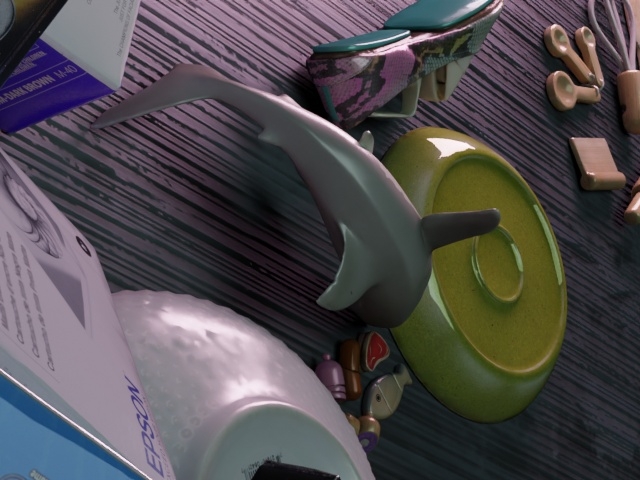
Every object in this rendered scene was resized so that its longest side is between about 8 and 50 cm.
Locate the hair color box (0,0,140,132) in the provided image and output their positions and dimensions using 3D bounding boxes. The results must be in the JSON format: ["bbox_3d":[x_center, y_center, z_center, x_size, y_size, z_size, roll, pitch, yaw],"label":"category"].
[{"bbox_3d":[-0.246,-0.227,1.014,0.339,0.110,0.185,37,51,-39],"label":"hair color box"}]

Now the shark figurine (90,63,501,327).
[{"bbox_3d":[-0.003,-0.017,1.192,0.278,0.166,0.116,45,55,-28],"label":"shark figurine"}]

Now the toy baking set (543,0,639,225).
[{"bbox_3d":[0.285,-0.135,1.693,0.256,0.030,0.197,-43,109,-50],"label":"toy baking set"}]

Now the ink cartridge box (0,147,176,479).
[{"bbox_3d":[-0.164,0.011,0.872,0.224,0.045,0.223,49,9,-40],"label":"ink cartridge box"}]

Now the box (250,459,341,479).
[{"bbox_3d":[-0.028,0.247,0.898,0.220,0.051,0.175,-59,139,-33],"label":"box"}]

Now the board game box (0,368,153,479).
[{"bbox_3d":[-0.181,0.096,0.736,0.308,0.302,0.086,38,71,-12],"label":"board game box"}]

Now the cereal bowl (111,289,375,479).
[{"bbox_3d":[-0.068,0.184,1.040,0.339,0.141,0.339,22,60,-45],"label":"cereal bowl"}]

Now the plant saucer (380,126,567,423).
[{"bbox_3d":[0.127,0.022,1.430,0.241,0.037,0.241,23,59,-45],"label":"plant saucer"}]

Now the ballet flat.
[{"bbox_3d":[0.068,-0.137,1.403,0.221,0.077,0.079,-30,118,-47],"label":"ballet flat"}]

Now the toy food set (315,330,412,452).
[{"bbox_3d":[0.027,0.104,1.285,0.078,0.019,0.122,58,40,-17],"label":"toy food set"}]

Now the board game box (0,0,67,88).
[{"bbox_3d":[-0.222,-0.134,0.927,0.165,0.243,0.042,33,7,-39],"label":"board game box"}]
